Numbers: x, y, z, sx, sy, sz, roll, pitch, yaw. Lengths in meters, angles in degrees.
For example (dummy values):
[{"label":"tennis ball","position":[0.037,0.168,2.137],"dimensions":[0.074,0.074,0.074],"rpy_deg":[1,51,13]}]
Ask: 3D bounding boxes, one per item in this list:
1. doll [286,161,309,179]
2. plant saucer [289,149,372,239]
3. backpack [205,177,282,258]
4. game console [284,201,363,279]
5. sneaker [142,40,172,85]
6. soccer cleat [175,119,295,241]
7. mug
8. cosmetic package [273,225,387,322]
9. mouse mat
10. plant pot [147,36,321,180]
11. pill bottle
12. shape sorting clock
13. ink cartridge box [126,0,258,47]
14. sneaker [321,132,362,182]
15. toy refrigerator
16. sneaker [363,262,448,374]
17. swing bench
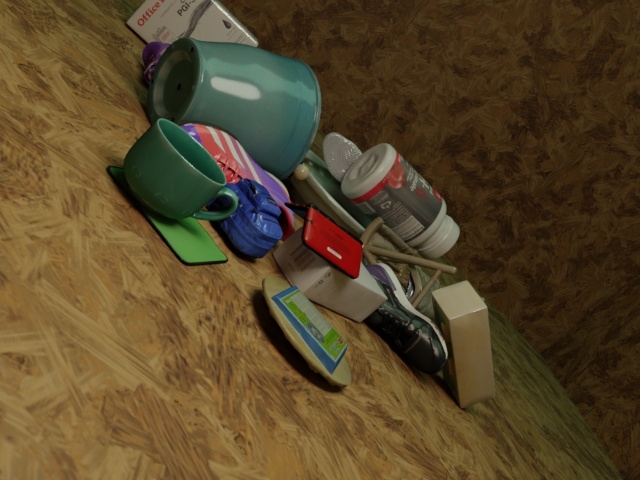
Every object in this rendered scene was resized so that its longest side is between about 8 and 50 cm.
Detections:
[{"label":"doll","position":[-0.100,-0.186,1.653],"dimensions":[0.189,0.129,0.046],"rpy_deg":[28,-22,34]},{"label":"plant saucer","position":[0.025,-0.096,1.825],"dimensions":[0.400,0.100,0.400],"rpy_deg":[43,13,-12]},{"label":"backpack","position":[-0.119,-0.036,1.145],"dimensions":[0.098,0.101,0.120],"rpy_deg":[16,35,-55]},{"label":"game console","position":[0.000,0.000,1.241],"dimensions":[0.144,0.085,0.124],"rpy_deg":[36,47,-32]},{"label":"sneaker","position":[-0.340,-0.365,1.490],"dimensions":[0.105,0.095,0.236],"rpy_deg":[17,31,-52]},{"label":"soccer cleat","position":[-0.153,-0.105,1.247],"dimensions":[0.318,0.109,0.116],"rpy_deg":[37,19,-46]},{"label":"mug","position":[-0.205,-0.084,0.974],"dimensions":[0.157,0.097,0.129],"rpy_deg":[49,12,7]},{"label":"cosmetic package","position":[0.023,0.070,1.322],"dimensions":[0.231,0.085,0.117],"rpy_deg":[34,18,-51]},{"label":"mouse mat","position":[-0.222,-0.036,1.014],"dimensions":[0.189,0.007,0.153],"rpy_deg":[50,13,11]},{"label":"plant pot","position":[-0.183,-0.268,1.337],"dimensions":[0.255,0.271,0.271],"rpy_deg":[14,32,-43]},{"label":"pill bottle","position":[0.220,-0.093,1.820],"dimensions":[0.318,0.176,0.176],"rpy_deg":[42,13,-22]},{"label":"shape sorting clock","position":[-0.022,0.138,1.046],"dimensions":[0.206,0.040,0.206],"rpy_deg":[46,8,-9]},{"label":"ink cartridge box","position":[-0.336,-0.550,1.808],"dimensions":[0.283,0.207,0.117],"rpy_deg":[42,11,-20]},{"label":"sneaker","position":[0.090,-0.204,1.935],"dimensions":[0.268,0.101,0.153],"rpy_deg":[48,10,-21]},{"label":"toy refrigerator","position":[0.308,0.230,1.488],"dimensions":[0.102,0.094,0.269],"rpy_deg":[-115,-171,-55]},{"label":"sneaker","position":[0.143,0.171,1.439],"dimensions":[0.124,0.107,0.283],"rpy_deg":[-1,45,-47]},{"label":"swing bench","position":[0.221,0.105,1.647],"dimensions":[0.255,0.165,0.253],"rpy_deg":[37,1,36]}]
